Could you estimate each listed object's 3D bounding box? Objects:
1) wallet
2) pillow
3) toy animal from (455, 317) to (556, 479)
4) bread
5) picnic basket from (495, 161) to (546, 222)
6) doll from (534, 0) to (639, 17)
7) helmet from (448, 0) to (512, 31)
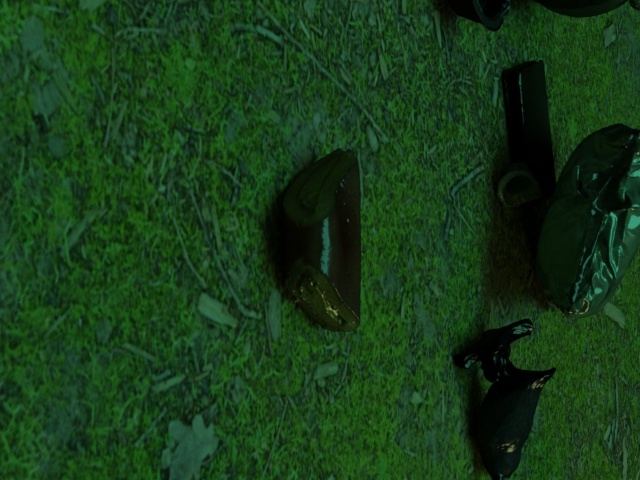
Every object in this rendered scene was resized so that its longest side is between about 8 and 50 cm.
[{"bbox_3d":[0.300,-0.152,1.881,0.110,0.031,0.198,-28,113,-56],"label":"wallet"},{"bbox_3d":[0.379,-0.021,1.831,0.310,0.138,0.283,-10,121,-81],"label":"pillow"},{"bbox_3d":[0.258,0.217,1.722,0.121,0.117,0.210,-34,117,-62],"label":"toy animal"},{"bbox_3d":[-0.001,0.000,1.326,0.119,0.067,0.192,-1,91,-67],"label":"bread"},{"bbox_3d":[0.272,-0.065,1.807,0.083,0.065,0.083,48,28,-54],"label":"picnic basket"},{"bbox_3d":[0.367,-0.480,1.797,0.247,0.247,0.349,-48,127,-49],"label":"doll"},{"bbox_3d":[0.193,-0.323,1.660,0.098,0.070,0.123,20,79,-52],"label":"helmet"}]
